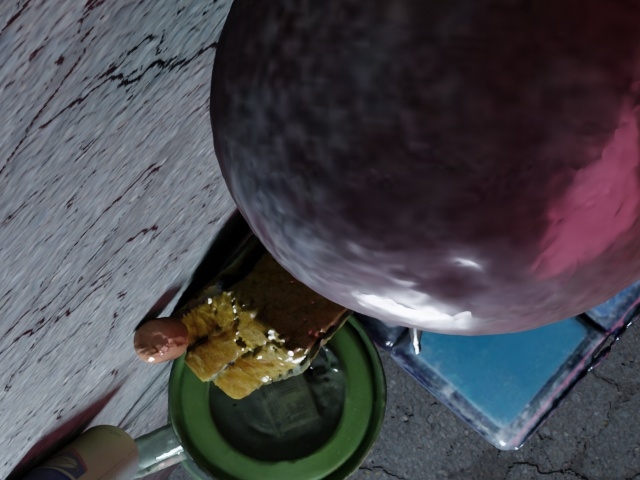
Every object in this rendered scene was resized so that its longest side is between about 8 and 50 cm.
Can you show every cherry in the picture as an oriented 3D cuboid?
[{"bbox_3d":[0.064,-0.069,0.800,0.236,0.213,0.285,-85,-171,-59],"label":"cherry"}]

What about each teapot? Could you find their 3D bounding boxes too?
[{"bbox_3d":[-0.082,0.178,1.923,0.270,0.200,0.337,-23,173,-9],"label":"teapot"}]

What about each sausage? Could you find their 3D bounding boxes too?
[{"bbox_3d":[-0.118,0.074,1.443,0.034,0.034,0.083,-50,176,4],"label":"sausage"}]

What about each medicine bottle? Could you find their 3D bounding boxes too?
[{"bbox_3d":[-0.198,0.195,1.513,0.059,0.059,0.231,-50,176,11],"label":"medicine bottle"}]

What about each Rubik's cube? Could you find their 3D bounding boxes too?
[{"bbox_3d":[0.174,0.002,1.989,0.316,0.318,0.313,-48,174,0],"label":"Rubik's cube"}]

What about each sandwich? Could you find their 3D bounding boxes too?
[{"bbox_3d":[0.001,0.001,1.552,0.273,0.095,0.249,-47,-176,-22],"label":"sandwich"}]
